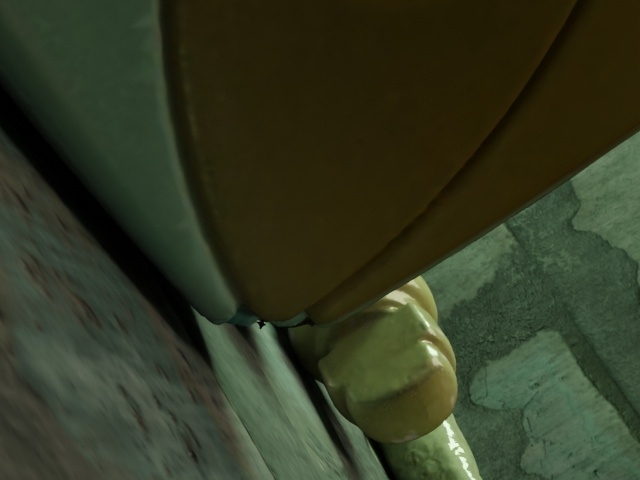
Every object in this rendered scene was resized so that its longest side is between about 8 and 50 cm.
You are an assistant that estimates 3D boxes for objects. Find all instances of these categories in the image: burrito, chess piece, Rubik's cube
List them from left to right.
[{"bbox_3d":[-0.015,-0.221,0.559,0.352,0.347,0.351,55,3,-38],"label":"Rubik's cube"},{"bbox_3d":[0.000,0.000,0.917,0.117,0.117,0.397,55,4,-33],"label":"chess piece"},{"bbox_3d":[0.089,0.177,0.915,0.275,0.059,0.082,-120,-169,-54],"label":"burrito"}]

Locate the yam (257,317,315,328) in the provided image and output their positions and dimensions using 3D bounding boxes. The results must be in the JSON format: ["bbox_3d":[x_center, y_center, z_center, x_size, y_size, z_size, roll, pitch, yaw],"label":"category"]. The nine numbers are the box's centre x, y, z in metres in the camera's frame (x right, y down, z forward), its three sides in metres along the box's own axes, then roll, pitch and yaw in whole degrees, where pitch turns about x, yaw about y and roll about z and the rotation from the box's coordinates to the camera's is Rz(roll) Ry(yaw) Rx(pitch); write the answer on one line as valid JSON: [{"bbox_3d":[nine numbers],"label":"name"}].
[{"bbox_3d":[-0.028,-0.006,0.733,0.079,0.079,0.141,56,0,-16],"label":"yam"}]
